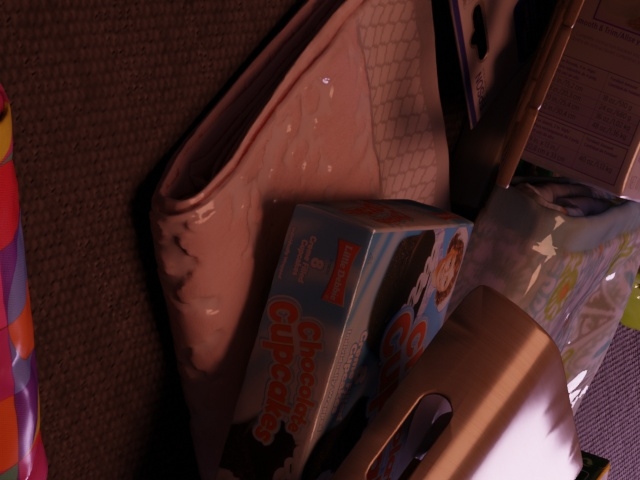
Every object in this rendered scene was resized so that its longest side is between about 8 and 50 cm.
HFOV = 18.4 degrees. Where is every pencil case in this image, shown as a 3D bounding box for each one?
[{"bbox_3d":[-0.181,0.026,0.893,0.104,0.104,0.236,-45,143,-46],"label":"pencil case"}]

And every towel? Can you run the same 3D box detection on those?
[{"bbox_3d":[0.153,0.102,1.608,0.320,0.090,0.374,-67,161,10],"label":"towel"},{"bbox_3d":[0.000,0.000,1.322,0.317,0.053,0.332,-53,149,-36],"label":"towel"}]

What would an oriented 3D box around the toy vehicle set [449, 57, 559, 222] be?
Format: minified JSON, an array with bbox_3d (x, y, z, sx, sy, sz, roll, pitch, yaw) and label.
[{"bbox_3d":[0.182,-0.129,1.646,0.267,0.035,0.166,-69,156,-8],"label":"toy vehicle set"}]

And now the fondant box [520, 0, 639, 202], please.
[{"bbox_3d":[0.285,-0.191,1.514,0.238,0.096,0.330,7,104,-64],"label":"fondant box"}]

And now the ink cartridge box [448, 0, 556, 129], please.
[{"bbox_3d":[0.177,-0.251,1.474,0.333,0.065,0.165,-48,148,-26],"label":"ink cartridge box"}]

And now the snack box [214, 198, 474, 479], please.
[{"bbox_3d":[0.000,0.133,1.275,0.187,0.060,0.322,-6,114,-67],"label":"snack box"}]

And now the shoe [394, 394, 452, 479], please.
[{"bbox_3d":[0.028,0.159,1.422,0.178,0.081,0.063,-63,163,14],"label":"shoe"}]

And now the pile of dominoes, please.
[{"bbox_3d":[0.160,-0.176,1.367,0.196,0.040,0.251,-66,178,-74],"label":"pile of dominoes"}]

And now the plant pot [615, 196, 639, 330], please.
[{"bbox_3d":[0.428,-0.012,2.058,0.227,0.207,0.228,-66,155,-12],"label":"plant pot"}]

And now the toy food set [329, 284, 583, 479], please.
[{"bbox_3d":[0.070,0.178,1.310,0.220,0.092,0.306,-52,155,-14],"label":"toy food set"}]

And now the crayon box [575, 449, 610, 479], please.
[{"bbox_3d":[0.199,0.389,1.993,0.203,0.083,0.323,-38,139,-52],"label":"crayon box"}]
